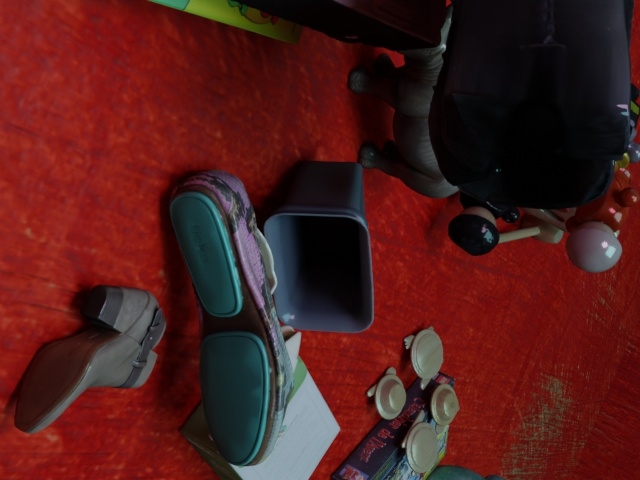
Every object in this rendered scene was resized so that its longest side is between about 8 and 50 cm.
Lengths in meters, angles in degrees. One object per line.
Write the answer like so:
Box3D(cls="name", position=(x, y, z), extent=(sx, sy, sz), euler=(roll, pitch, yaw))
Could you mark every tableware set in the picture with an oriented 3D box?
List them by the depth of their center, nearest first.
Box3D(cls="tableware set", position=(0.128, 0.203, 1.109), extent=(0.141, 0.020, 0.168), euler=(-41, 115, -39))

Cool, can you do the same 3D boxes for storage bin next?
Box3D(cls="storage bin", position=(0.000, 0.000, 0.745), extent=(0.091, 0.098, 0.135), euler=(-78, 167, -47))

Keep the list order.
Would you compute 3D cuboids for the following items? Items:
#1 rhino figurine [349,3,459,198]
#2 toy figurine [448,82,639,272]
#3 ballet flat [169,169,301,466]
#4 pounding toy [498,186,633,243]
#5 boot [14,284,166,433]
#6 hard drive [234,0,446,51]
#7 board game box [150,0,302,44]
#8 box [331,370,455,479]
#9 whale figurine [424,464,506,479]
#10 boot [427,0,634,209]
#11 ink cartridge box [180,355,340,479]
Box3D(cls="rhino figurine", position=(0.086, -0.131, 0.763), extent=(0.073, 0.106, 0.243), euler=(-50, 148, -29))
Box3D(cls="toy figurine", position=(0.243, -0.077, 0.959), extent=(0.209, 0.213, 0.148), euler=(78, 30, -48))
Box3D(cls="ballet flat", position=(-0.055, 0.054, 0.646), extent=(0.079, 0.077, 0.221), euler=(-26, 109, -55))
Box3D(cls="pounding toy", position=(0.330, -0.044, 1.193), extent=(0.155, 0.154, 0.269), euler=(-60, 151, -12))
Box3D(cls="boot", position=(-0.148, 0.085, 0.593), extent=(0.118, 0.042, 0.087), euler=(-59, 153, -13))
Box3D(cls="hard drive", position=(-0.015, -0.249, 0.484), extent=(0.339, 0.064, 0.237), euler=(-1, 94, -60))
Box3D(cls="board game box", position=(-0.066, -0.183, 0.533), extent=(0.181, 0.043, 0.092), euler=(-3, 113, -59))
Box3D(cls="box", position=(0.099, 0.298, 1.164), extent=(0.233, 0.044, 0.159), euler=(-39, 141, -40))
Box3D(cls="whale figurine", position=(0.181, 0.410, 1.321), extent=(0.216, 0.141, 0.272), euler=(-37, 171, 1))
Box3D(cls="boot", position=(0.175, -0.234, 0.620), extent=(0.367, 0.146, 0.445), euler=(28, 61, -63))
Box3D(cls="ink cartridge box", position=(-0.056, 0.159, 0.779), extent=(0.109, 0.062, 0.209), euler=(-53, 149, -22))
